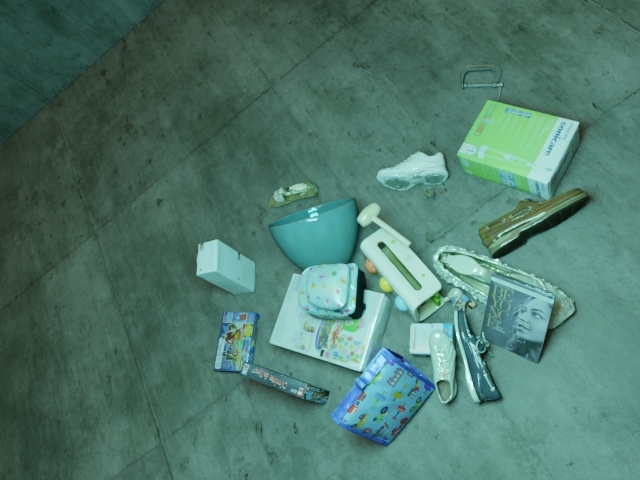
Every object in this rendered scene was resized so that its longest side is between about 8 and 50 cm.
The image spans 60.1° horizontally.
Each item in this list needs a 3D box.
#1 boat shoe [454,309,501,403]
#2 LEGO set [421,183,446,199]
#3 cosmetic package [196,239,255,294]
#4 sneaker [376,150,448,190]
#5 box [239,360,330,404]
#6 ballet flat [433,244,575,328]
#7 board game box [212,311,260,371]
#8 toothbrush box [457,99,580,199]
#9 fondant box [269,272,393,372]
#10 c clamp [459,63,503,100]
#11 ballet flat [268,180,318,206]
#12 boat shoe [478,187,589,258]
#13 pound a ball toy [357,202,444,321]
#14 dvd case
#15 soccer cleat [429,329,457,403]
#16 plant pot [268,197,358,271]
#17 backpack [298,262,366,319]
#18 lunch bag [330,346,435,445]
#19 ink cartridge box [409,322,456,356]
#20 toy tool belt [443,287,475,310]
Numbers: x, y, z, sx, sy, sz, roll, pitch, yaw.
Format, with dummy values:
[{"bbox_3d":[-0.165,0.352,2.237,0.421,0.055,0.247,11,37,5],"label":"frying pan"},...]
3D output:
[{"bbox_3d":[0.421,0.305,1.495,0.079,0.095,0.255,-19,63,21],"label":"boat shoe"},{"bbox_3d":[0.362,-0.153,1.772,0.083,0.023,0.054,-4,68,11],"label":"LEGO set"},{"bbox_3d":[-0.317,0.095,1.878,0.085,0.231,0.118,-13,64,21],"label":"cosmetic package"},{"bbox_3d":[0.299,-0.234,1.807,0.232,0.090,0.115,-4,60,16],"label":"sneaker"},{"bbox_3d":[-0.107,0.430,1.670,0.233,0.159,0.044,12,74,30],"label":"box"},{"bbox_3d":[0.481,0.121,1.523,0.408,0.147,0.147,24,81,32],"label":"ballet flat"},{"bbox_3d":[-0.284,0.344,1.872,0.136,0.035,0.201,-3,67,26],"label":"board game box"},{"bbox_3d":[0.588,-0.272,1.645,0.283,0.122,0.206,24,81,33],"label":"toothbrush box"},{"bbox_3d":[0.031,0.254,1.715,0.330,0.096,0.239,11,73,31],"label":"fondant box"},{"bbox_3d":[0.535,-0.534,1.845,0.160,0.022,0.137,13,75,30],"label":"c clamp"},{"bbox_3d":[-0.110,-0.173,1.989,0.206,0.067,0.073,-16,63,20],"label":"ballet flat"},{"bbox_3d":[0.593,-0.073,1.562,0.307,0.110,0.105,-31,59,12],"label":"boat shoe"},{"bbox_3d":[0.211,0.069,1.627,0.135,0.208,0.319,-36,58,-4],"label":"pound a ball toy"},{"bbox_3d":[0.511,0.202,1.446,0.164,0.221,0.018,23,38,33],"label":"dvd case"},{"bbox_3d":[0.332,0.341,1.493,0.068,0.076,0.196,-9,94,26],"label":"soccer cleat"},{"bbox_3d":[0.000,0.000,1.763,0.290,0.290,0.196,-14,100,21],"label":"plant pot"},{"bbox_3d":[0.025,0.149,1.626,0.188,0.144,0.166,-6,70,27],"label":"backpack"},{"bbox_3d":[0.156,0.408,1.465,0.138,0.293,0.221,39,89,33],"label":"lunch bag"},{"bbox_3d":[0.321,0.285,1.580,0.122,0.052,0.089,-3,67,24],"label":"ink cartridge box"},{"bbox_3d":[0.397,0.178,1.586,0.083,0.052,0.051,40,79,6],"label":"toy tool belt"}]
